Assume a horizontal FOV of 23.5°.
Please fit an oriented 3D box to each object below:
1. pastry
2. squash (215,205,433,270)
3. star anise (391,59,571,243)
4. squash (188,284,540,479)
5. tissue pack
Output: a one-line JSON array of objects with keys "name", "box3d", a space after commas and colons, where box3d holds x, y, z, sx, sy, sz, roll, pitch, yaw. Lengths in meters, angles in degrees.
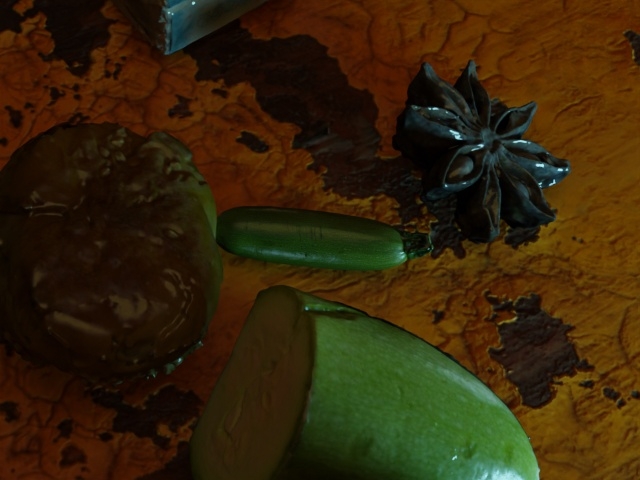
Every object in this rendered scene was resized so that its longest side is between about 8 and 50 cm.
[{"name": "pastry", "box3d": [-0.234, 0.022, 1.642, 0.255, 0.162, 0.311, 4, 55, -9]}, {"name": "squash", "box3d": [0.000, 0.000, 1.753, 0.252, 0.066, 0.066, 7, 57, -5]}, {"name": "star anise", "box3d": [0.175, -0.097, 1.824, 0.223, 0.109, 0.236, 38, 42, -12]}, {"name": "squash", "box3d": [0.064, 0.208, 1.559, 0.309, 0.234, 0.210, 20, 8, -29]}, {"name": "tissue pack", "box3d": [-0.144, -0.374, 1.932, 0.271, 0.124, 0.201, -31, 69, -25]}]
